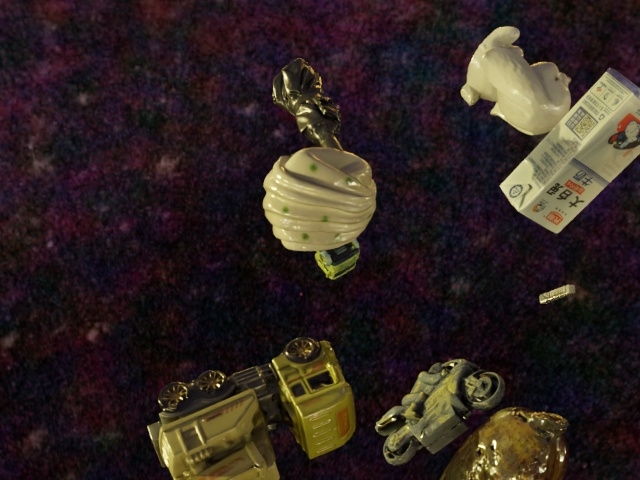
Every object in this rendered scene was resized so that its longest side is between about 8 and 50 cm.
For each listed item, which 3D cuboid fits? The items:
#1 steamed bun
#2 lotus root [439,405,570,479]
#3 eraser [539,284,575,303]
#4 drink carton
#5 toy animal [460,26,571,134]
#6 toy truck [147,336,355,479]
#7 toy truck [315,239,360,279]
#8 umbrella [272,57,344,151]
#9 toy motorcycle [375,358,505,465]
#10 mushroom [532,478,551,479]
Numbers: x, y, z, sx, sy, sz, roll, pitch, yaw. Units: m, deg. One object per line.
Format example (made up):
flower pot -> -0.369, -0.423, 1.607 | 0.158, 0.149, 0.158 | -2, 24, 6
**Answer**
steamed bun -> 0.001, -0.052, 1.022 | 0.183, 0.183, 0.106 | -6, 40, -16
lotus root -> 0.347, 0.464, 1.322 | 0.179, 0.397, 0.196 | 42, 34, 24
eraser -> 0.608, 0.138, 1.736 | 0.019, 0.099, 0.027 | 25, 53, -28
drink carton -> 0.517, -0.170, 1.339 | 0.131, 0.315, 0.106 | 25, 29, -28
toy animal -> 0.513, -0.378, 1.734 | 0.206, 0.271, 0.265 | -41, 61, -2
toy truck -> -0.126, 0.365, 1.353 | 0.405, 0.180, 0.254 | -18, 38, -16
toy truck -> 0.000, 0.000, 1.467 | 0.085, 0.116, 0.191 | -32, 63, -20
umbrella -> -0.015, -0.255, 1.376 | 0.118, 0.118, 0.340 | -7, 44, -16
toy motorcycle -> 0.155, 0.217, 0.907 | 0.061, 0.193, 0.124 | 45, 17, -22
mushroom -> 0.280, 0.457, 0.731 | 0.239, 0.345, 0.345 | 20, 46, 9
